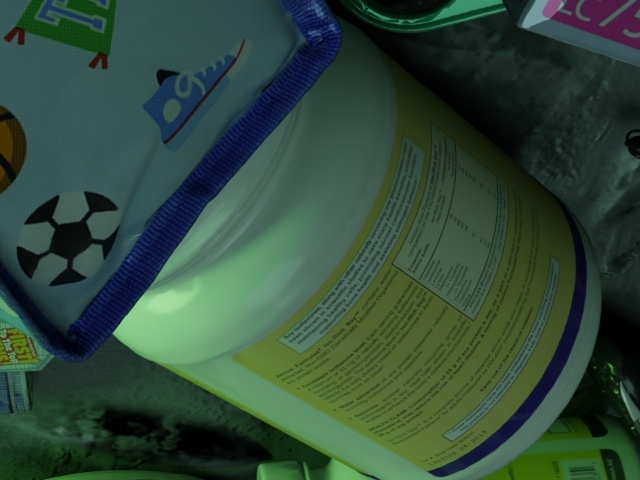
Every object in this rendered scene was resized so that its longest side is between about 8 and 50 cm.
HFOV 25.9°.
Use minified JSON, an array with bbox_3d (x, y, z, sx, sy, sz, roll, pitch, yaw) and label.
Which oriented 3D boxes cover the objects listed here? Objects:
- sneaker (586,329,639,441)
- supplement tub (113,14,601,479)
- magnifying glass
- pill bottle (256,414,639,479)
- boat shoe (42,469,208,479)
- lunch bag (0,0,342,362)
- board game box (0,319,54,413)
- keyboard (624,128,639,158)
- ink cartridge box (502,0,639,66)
[{"bbox_3d":[0.329,0.131,1.222,0.124,0.107,0.283,-39,135,10],"label":"sneaker"},{"bbox_3d":[0.000,0.000,0.896,0.241,0.241,0.331,-34,132,25],"label":"supplement tub"},{"bbox_3d":[0.119,-0.165,0.873,0.231,0.026,0.092,6,128,-8],"label":"magnifying glass"},{"bbox_3d":[0.115,0.257,1.236,0.334,0.187,0.188,-3,137,-6],"label":"pill bottle"},{"bbox_3d":[-0.100,0.355,1.332,0.187,0.156,0.500,-35,130,29],"label":"boat shoe"},{"bbox_3d":[-0.222,-0.179,0.574,0.239,0.328,0.385,-54,136,-12],"label":"lunch bag"},{"bbox_3d":[-0.277,0.079,1.067,0.194,0.060,0.194,-2,137,-7],"label":"board game box"},{"bbox_3d":[0.317,-0.095,0.968,0.317,0.033,0.201,28,120,-21],"label":"keyboard"},{"bbox_3d":[0.251,-0.235,0.779,0.186,0.065,0.311,14,120,-21],"label":"ink cartridge box"}]
